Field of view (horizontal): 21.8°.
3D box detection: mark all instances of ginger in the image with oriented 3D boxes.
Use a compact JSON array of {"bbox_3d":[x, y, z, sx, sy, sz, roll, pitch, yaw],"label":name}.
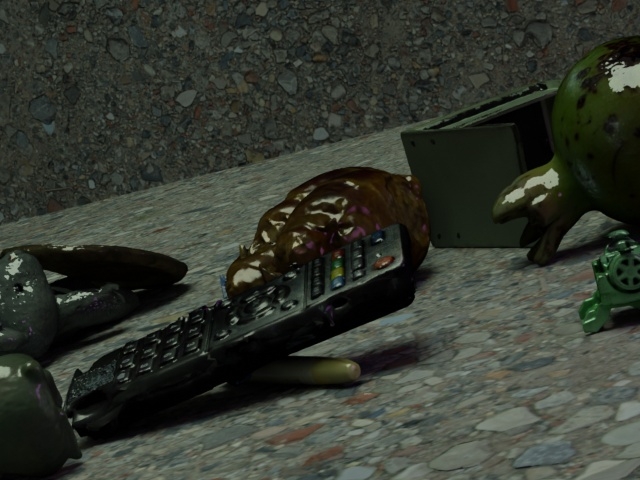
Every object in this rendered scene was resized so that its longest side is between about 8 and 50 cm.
[{"bbox_3d":[0.003,-0.001,2.110,0.274,0.152,0.357,-17,7,-3],"label":"ginger"}]

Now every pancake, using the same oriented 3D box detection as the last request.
[{"bbox_3d":[-0.344,0.042,2.505,0.286,0.033,0.288,-1,-12,0],"label":"pancake"}]

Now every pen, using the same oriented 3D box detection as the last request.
[{"bbox_3d":[-0.034,0.135,1.730,0.040,0.032,0.233,-5,1,-39],"label":"pen"}]

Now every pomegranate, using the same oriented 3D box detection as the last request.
[{"bbox_3d":[0.355,-0.097,1.968,0.306,0.242,0.242,-48,-6,27],"label":"pomegranate"}]

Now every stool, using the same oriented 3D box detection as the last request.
[{"bbox_3d":[0.288,-0.107,2.195,0.244,0.170,0.270,-22,11,-28],"label":"stool"}]

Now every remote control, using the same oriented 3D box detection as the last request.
[{"bbox_3d":[-0.081,0.102,1.725,0.399,0.062,0.144,-24,21,10],"label":"remote control"}]

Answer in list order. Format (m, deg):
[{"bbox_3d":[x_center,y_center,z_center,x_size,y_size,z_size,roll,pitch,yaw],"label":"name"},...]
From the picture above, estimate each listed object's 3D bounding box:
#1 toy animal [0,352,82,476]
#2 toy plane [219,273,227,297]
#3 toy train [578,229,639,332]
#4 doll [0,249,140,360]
[{"bbox_3d":[-0.374,0.201,1.646,0.251,0.127,0.125,-21,12,-6],"label":"toy animal"},{"bbox_3d":[-0.064,0.044,2.319,0.167,0.054,0.062,-14,-16,13],"label":"toy plane"},{"bbox_3d":[0.317,0.032,1.587,0.149,0.081,0.099,-10,9,6],"label":"toy train"},{"bbox_3d":[-0.404,0.080,2.341,0.246,0.158,0.340,4,16,33],"label":"doll"}]
